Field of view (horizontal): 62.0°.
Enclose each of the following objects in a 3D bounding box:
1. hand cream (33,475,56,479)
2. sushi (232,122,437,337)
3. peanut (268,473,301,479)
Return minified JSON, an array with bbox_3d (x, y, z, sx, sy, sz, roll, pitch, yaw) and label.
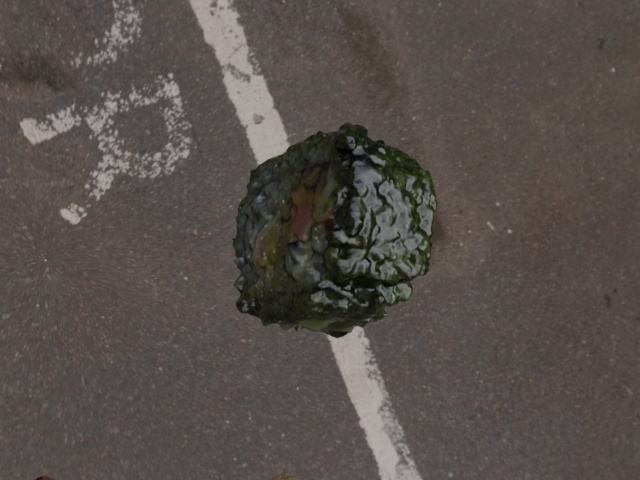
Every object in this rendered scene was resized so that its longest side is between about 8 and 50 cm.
[{"bbox_3d":[-0.280,0.349,0.485,0.149,0.230,0.230,43,70,-10],"label":"hand cream"},{"bbox_3d":[0.000,0.000,0.839,0.178,0.352,0.294,14,73,-33],"label":"sushi"},{"bbox_3d":[-0.091,0.356,0.583,0.086,0.104,0.228,43,91,-12],"label":"peanut"}]
